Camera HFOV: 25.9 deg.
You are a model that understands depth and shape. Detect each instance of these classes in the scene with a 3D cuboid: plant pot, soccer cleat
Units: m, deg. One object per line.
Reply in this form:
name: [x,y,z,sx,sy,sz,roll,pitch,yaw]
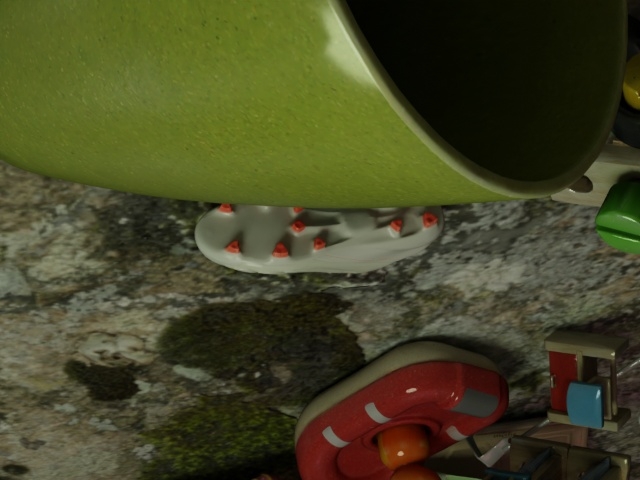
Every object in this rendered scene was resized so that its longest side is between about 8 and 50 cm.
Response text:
plant pot: [-0.047,-0.126,0.675,0.293,0.274,0.275,-13,154,37]
soccer cleat: [0.000,0.000,1.066,0.196,0.068,0.076,-6,153,-14]

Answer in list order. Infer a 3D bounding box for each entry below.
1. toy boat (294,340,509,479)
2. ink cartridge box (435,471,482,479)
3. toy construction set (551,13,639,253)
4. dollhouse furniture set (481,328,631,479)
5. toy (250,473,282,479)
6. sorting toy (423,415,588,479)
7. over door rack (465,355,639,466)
toy boat: [0.081,0.207,1.357,0.151,0.151,0.231,18,140,-39]
ink cartridge box: [0.138,0.325,1.521,0.235,0.056,0.171,9,133,21]
toy construction set: [0.263,-0.037,0.805,0.309,0.237,0.257,24,144,11]
dollhouse furniture set: [0.210,0.191,1.317,0.129,0.183,0.129,5,-162,33]
toy: [-0.049,0.282,1.475,0.237,0.056,0.137,-5,152,40]
sorting toy: [0.204,0.274,1.578,0.193,0.038,0.208,-7,128,-7]
over door rack: [0.351,0.223,1.445,0.324,0.108,0.239,-30,127,26]
